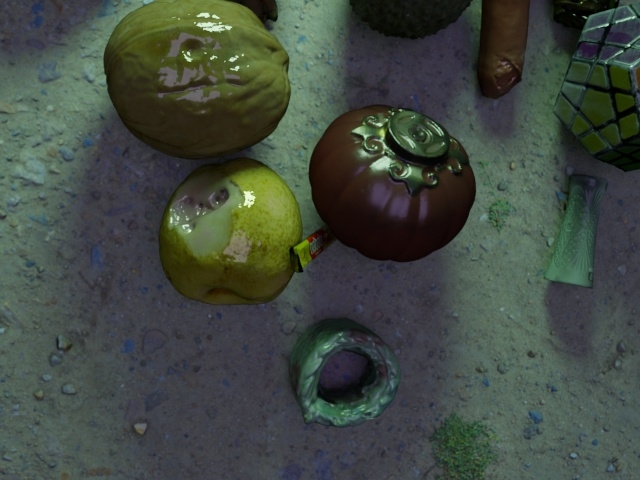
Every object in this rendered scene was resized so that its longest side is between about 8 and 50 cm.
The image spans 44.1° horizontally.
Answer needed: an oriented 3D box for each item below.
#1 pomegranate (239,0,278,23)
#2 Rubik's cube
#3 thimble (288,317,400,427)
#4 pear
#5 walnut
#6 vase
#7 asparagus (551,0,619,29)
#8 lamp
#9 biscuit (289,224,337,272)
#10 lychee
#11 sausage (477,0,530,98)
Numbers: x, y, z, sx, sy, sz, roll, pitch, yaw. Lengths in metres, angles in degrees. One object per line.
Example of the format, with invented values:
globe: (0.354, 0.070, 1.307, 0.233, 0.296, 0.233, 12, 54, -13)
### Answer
pomegranate: (-0.130, -0.495, 1.385, 0.202, 0.202, 0.248, -24, 130, -6)
Rubik's cube: (0.592, -0.285, 1.469, 0.319, 0.319, 0.264, 37, 120, -11)
thimble: (0.036, 0.255, 1.505, 0.211, 0.149, 0.185, -40, 103, -3)
pear: (-0.155, -0.014, 1.394, 0.271, 0.271, 0.271, -1, 97, -9)
walnut: (-0.205, -0.280, 1.348, 0.312, 0.277, 0.252, -12, 130, -11)
vase: (0.517, -0.020, 1.582, 0.096, 0.096, 0.220, 11, 92, -10)
asparagus: (0.512, -0.600, 1.504, 0.128, 0.108, 0.382, 1, 96, -3)
lamp: (0.127, -0.104, 1.411, 0.303, 0.257, 0.303, 12, 51, -15)
biscuit: (0.000, 0.000, 1.414, 0.026, 0.292, 0.048, -10, 101, 20)
lychee: (0.162, -0.479, 1.383, 0.255, 0.274, 0.255, 6, 121, 10)
sausage: (0.338, -0.453, 1.422, 0.094, 0.094, 0.419, 18, 130, 27)
